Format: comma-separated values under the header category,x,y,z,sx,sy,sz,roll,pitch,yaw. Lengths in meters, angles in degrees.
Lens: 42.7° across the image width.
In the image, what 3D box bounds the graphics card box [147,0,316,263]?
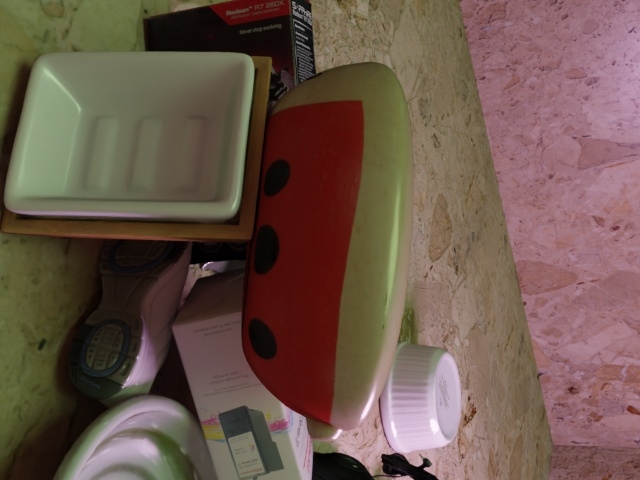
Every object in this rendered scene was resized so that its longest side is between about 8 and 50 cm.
category,x,y,z,sx,sy,sz,roll,pitch,yaw
graphics card box,-0.118,-0.155,1.180,0.094,0.233,0.371,-6,91,-70

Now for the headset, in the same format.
category,x,y,z,sx,sy,sz,roll,pitch,yaw
headset,0.042,0.447,1.289,0.394,0.185,0.243,-27,134,-53

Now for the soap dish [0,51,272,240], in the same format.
category,x,y,z,sx,sy,sz,roll,pitch,yaw
soap dish,-0.206,-0.104,0.959,0.118,0.291,0.229,74,19,-69

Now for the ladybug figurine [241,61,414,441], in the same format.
category,x,y,z,sx,sy,sz,roll,pitch,yaw
ladybug figurine,0.000,0.000,0.948,0.305,0.162,0.449,122,-26,-68

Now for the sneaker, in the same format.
category,x,y,z,sx,sy,sz,roll,pitch,yaw
sneaker,-0.237,0.088,1.074,0.129,0.111,0.297,78,24,-54

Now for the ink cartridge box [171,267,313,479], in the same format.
category,x,y,z,sx,sy,sz,roll,pitch,yaw
ink cartridge box,-0.090,0.234,1.151,0.207,0.119,0.353,-85,162,-75

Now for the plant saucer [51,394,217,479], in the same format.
category,x,y,z,sx,sy,sz,roll,pitch,yaw
plant saucer,-0.238,0.387,0.972,0.400,0.100,0.400,-5,90,-69

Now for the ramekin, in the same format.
category,x,y,z,sx,sy,sz,roll,pitch,yaw
ramekin,0.249,0.376,1.968,0.273,0.127,0.273,18,69,-62

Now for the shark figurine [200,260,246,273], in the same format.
category,x,y,z,sx,sy,sz,roll,pitch,yaw
shark figurine,-0.137,0.076,1.295,0.116,0.166,0.278,7,104,-34
